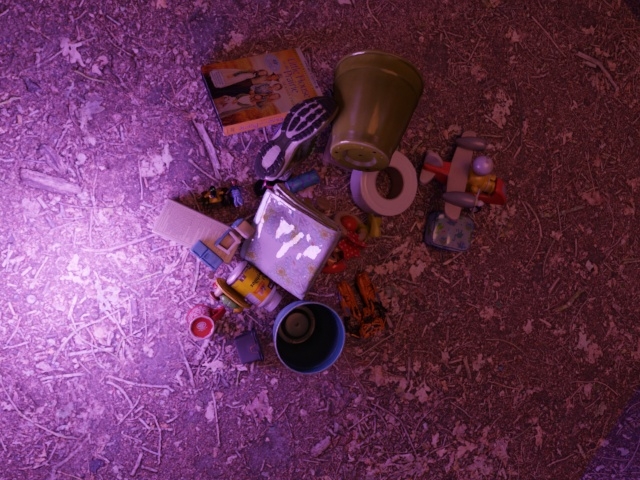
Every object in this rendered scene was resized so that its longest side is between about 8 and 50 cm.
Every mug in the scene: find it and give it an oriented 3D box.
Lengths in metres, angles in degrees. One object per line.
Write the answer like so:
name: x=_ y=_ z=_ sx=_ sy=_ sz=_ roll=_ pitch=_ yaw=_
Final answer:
mug: x=-0.444 y=0.300 z=1.649 sx=0.113 sy=0.169 sz=0.150 roll=37 pitch=82 yaw=-13

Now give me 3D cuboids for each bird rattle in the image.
bird rattle: x=0.130 y=-0.035 z=1.813 sx=0.207 sy=0.143 sz=0.253 roll=45 pitch=46 yaw=13

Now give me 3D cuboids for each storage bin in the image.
storage bin: x=-0.289 y=0.433 z=1.742 sx=0.091 sy=0.098 sz=0.135 roll=-18 pitch=96 yaw=-5

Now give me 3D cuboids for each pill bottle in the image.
pill bottle: x=-0.261 y=0.189 z=1.729 sx=0.215 sy=0.117 sz=0.117 roll=41 pitch=80 yaw=-13

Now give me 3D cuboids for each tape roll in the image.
tape roll: x=0.275 y=-0.246 z=1.873 sx=0.286 sy=0.100 sz=0.286 roll=-2 pitch=95 yaw=-23

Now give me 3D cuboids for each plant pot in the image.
plant pot: x=0.190 y=-0.475 z=1.689 sx=0.366 sy=0.366 sz=0.353 roll=19 pitch=74 yaw=-16
plant pot: x=-0.068 y=0.358 z=1.716 sx=0.271 sy=0.255 sz=0.272 roll=0 pitch=92 yaw=-15

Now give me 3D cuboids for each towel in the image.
towel: x=-0.121 y=0.010 z=1.638 sx=0.320 sy=0.090 sz=0.374 roll=36 pitch=123 yaw=12

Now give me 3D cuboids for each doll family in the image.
doll family: x=-0.389 y=-0.176 z=1.713 sx=0.193 sy=0.076 sz=0.111 roll=-14 pitch=90 yaw=-21

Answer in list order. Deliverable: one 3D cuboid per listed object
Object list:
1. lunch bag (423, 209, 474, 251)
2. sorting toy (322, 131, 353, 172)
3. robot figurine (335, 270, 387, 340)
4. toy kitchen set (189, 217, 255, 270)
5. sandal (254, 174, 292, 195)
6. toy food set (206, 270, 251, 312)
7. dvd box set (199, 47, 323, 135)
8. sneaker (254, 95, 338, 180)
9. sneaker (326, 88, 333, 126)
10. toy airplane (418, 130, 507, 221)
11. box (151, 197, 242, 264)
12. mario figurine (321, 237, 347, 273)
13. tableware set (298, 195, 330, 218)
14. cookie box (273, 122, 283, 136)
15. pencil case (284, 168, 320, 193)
lunch bag: x=0.589 y=-0.039 z=1.989 sx=0.219 sy=0.090 sz=0.176 roll=12 pitch=87 yaw=-16
sorting toy: x=0.132 y=-0.402 z=1.876 sx=0.208 sy=0.038 sz=0.193 roll=19 pitch=86 yaw=-16
robot figurine: x=0.182 y=0.294 z=1.877 sx=0.211 sy=0.085 sz=0.291 roll=-24 pitch=97 yaw=-14
toy kitchen set: x=-0.353 y=-0.001 z=1.545 sx=0.122 sy=0.166 sz=0.207 roll=42 pitch=80 yaw=-14
sandal: x=-0.197 y=-0.245 z=1.781 sx=0.179 sy=0.040 sz=0.067 roll=-31 pitch=100 yaw=-14
toy food set: x=-0.376 y=0.216 z=1.700 sx=0.218 sy=0.128 sz=0.071 roll=42 pitch=95 yaw=-12
dvd box set: x=-0.224 y=-0.593 z=1.697 sx=0.420 sy=0.062 sz=0.308 roll=-17 pitch=71 yaw=-15
sneaker: x=-0.076 y=-0.386 z=1.688 sx=0.410 sy=0.182 sz=0.158 roll=-42 pitch=65 yaw=17
sneaker: x=0.029 y=-0.562 z=1.831 sx=0.074 sy=0.063 sz=0.170 roll=-2 pitch=88 yaw=-11
toy airplane: x=0.633 y=-0.300 z=1.901 sx=0.384 sy=0.272 sz=0.386 roll=-18 pitch=78 yaw=-26
box: x=-0.467 y=-0.031 z=1.663 sx=0.311 sy=0.121 sz=0.148 roll=27 pitch=83 yaw=-15
mario figurine: x=0.000 y=0.000 z=1.778 sx=0.320 sy=0.170 sz=0.198 roll=45 pitch=77 yaw=-11
tableware set: x=-0.018 y=-0.124 z=1.801 sx=0.141 sy=0.020 sz=0.169 roll=11 pitch=51 yaw=-27
cookie box: x=-0.143 y=-0.459 z=1.759 sx=0.040 sy=0.107 sz=0.092 roll=32 pitch=82 yaw=-16
pencil case: x=-0.075 y=-0.241 z=1.804 sx=0.151 sy=0.064 sz=0.070 roll=-27 pitch=136 yaw=-15
